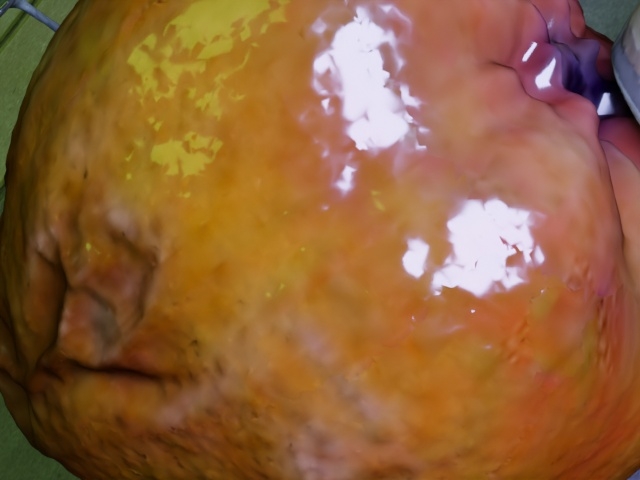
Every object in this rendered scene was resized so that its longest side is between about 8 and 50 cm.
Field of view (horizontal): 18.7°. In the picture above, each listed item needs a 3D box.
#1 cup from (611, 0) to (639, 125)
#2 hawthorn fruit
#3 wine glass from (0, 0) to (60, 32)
[{"bbox_3d":[0.279,-0.164,1.097,0.257,0.301,0.227,-35,-8,21],"label":"cup"},{"bbox_3d":[0.000,0.000,1.212,0.472,0.472,0.471,-37,34,31],"label":"hawthorn fruit"},{"bbox_3d":[-0.280,-0.230,2.151,0.122,0.183,0.122,-36,34,30],"label":"wine glass"}]
